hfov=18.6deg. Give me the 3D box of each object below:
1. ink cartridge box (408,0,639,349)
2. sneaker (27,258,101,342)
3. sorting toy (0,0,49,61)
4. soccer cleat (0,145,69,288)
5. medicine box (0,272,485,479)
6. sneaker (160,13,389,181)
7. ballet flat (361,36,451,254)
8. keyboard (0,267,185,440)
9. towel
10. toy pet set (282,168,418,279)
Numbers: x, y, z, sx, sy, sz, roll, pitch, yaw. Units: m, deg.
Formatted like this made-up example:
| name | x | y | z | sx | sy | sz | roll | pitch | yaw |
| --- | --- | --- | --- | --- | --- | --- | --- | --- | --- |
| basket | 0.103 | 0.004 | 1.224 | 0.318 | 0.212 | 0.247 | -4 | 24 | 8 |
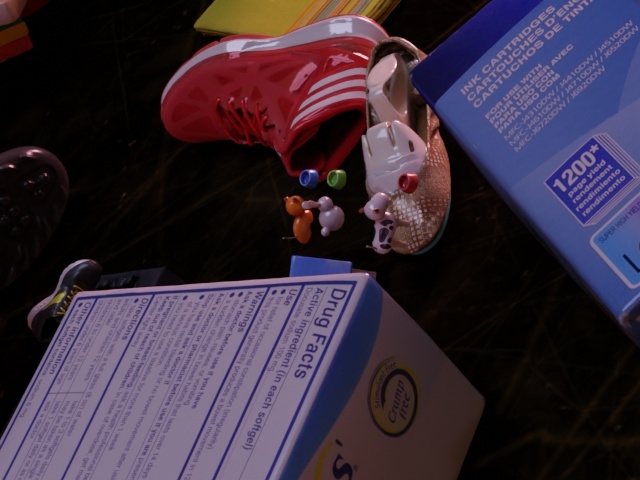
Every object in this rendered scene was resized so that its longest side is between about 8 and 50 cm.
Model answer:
| name | x | y | z | sx | sy | sz | roll | pitch | yaw |
| --- | --- | --- | --- | --- | --- | --- | --- | --- | --- |
| ink cartridge box | 0.235 | -0.093 | 1.234 | 0.270 | 0.151 | 0.395 | -41 | 33 | 4 |
| sneaker | -0.205 | 0.052 | 1.596 | 0.083 | 0.031 | 0.035 | -49 | 33 | 16 |
| sorting toy | -0.394 | -0.235 | 2.005 | 0.255 | 0.089 | 0.257 | -11 | 30 | 12 |
| soccer cleat | -0.357 | 0.030 | 1.751 | 0.318 | 0.108 | 0.116 | -48 | 30 | -2 |
| medicine box | -0.080 | 0.173 | 1.269 | 0.289 | 0.149 | 0.263 | -4 | 50 | 43 |
| sneaker | -0.050 | -0.101 | 1.588 | 0.221 | 0.087 | 0.128 | -21 | 39 | 32 |
| ballet flat | 0.056 | -0.077 | 1.467 | 0.073 | 0.067 | 0.206 | -27 | 38 | 22 |
| keyboard | -0.192 | 0.153 | 1.512 | 0.201 | 0.033 | 0.317 | -3 | 52 | 44 |
| towel | -0.017 | -0.208 | 1.727 | 0.102 | 0.021 | 0.237 | -49 | 33 | -17 |
| toy pet set | 0.000 | 0.000 | 1.408 | 0.122 | 0.065 | 0.114 | 2 | 84 | 49 |
